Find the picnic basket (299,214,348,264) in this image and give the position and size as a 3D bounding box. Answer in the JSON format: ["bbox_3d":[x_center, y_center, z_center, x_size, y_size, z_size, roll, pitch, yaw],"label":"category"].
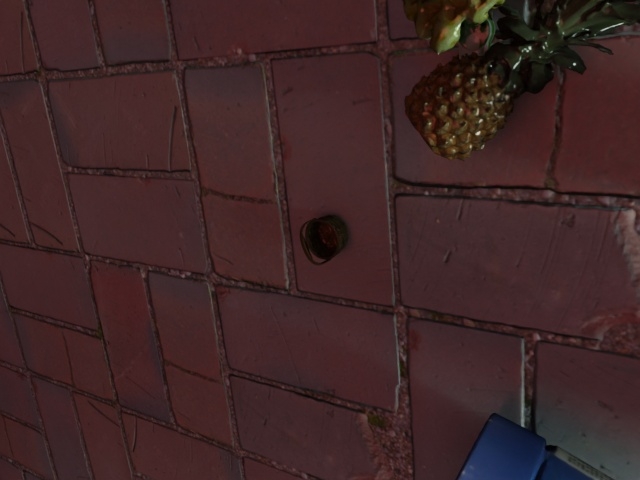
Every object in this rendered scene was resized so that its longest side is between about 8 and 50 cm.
[{"bbox_3d":[0.000,0.000,0.947,0.072,0.083,0.072,14,115,32],"label":"picnic basket"}]

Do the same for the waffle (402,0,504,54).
[{"bbox_3d":[0.166,-0.331,0.652,0.223,0.054,0.204,-37,45,33],"label":"waffle"}]

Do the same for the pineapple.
[{"bbox_3d":[0.229,-0.198,0.670,0.277,0.119,0.130,-39,69,30],"label":"pineapple"}]

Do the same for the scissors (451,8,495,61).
[{"bbox_3d":[0.189,-0.253,0.750,0.101,0.027,0.204,8,115,28],"label":"scissors"}]

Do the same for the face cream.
[{"bbox_3d":[0.276,0.390,0.803,0.225,0.249,0.249,24,120,23],"label":"face cream"}]
